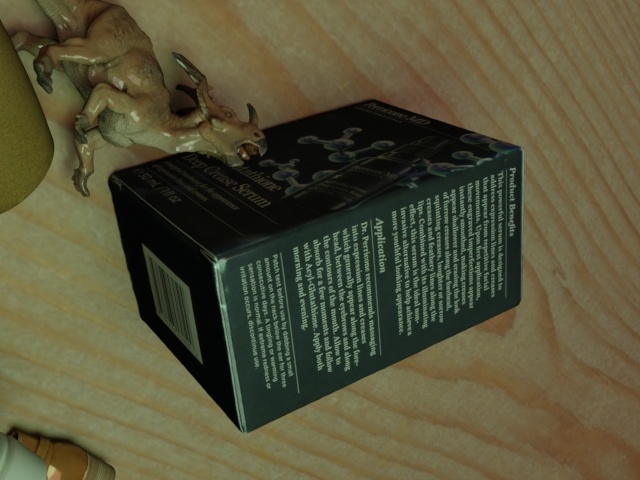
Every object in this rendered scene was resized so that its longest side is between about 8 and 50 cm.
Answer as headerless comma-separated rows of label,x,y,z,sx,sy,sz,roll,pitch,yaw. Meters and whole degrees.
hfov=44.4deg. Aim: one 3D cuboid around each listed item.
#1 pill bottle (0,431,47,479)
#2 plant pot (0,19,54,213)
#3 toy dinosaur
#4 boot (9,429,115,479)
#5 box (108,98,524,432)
pill bottle,-0.454,0.152,0.671,0.407,0.229,0.229,44,81,-22
plant pot,-0.362,-0.138,0.698,0.237,0.237,0.254,-47,143,-10
toy dinosaur,-0.208,-0.180,0.839,0.200,0.127,0.296,-40,110,-28
boot,-0.364,0.336,0.968,0.152,0.073,0.197,39,73,-40
box,0.000,0.000,0.938,0.395,0.293,0.212,-20,119,-27
